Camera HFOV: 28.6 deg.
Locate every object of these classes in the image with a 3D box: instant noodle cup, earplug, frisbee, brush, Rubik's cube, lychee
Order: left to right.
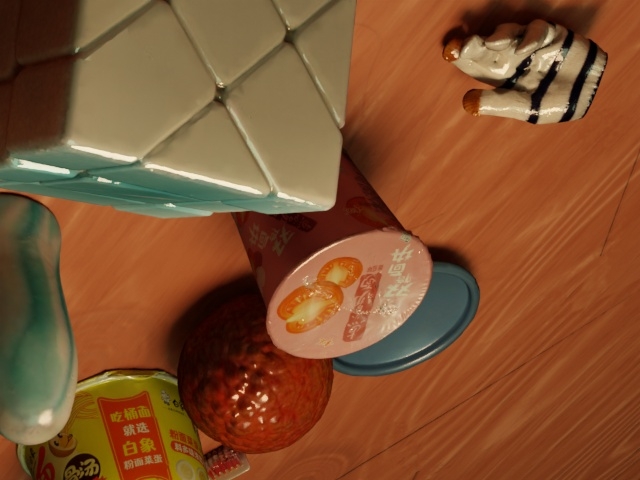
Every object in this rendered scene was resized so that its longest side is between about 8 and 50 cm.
[{"bbox_3d":[-0.379,0.113,1.563,0.185,0.324,0.185,-16,139,-14],"label":"earplug"},{"bbox_3d":[-0.305,0.381,1.982,0.311,0.221,0.311,-17,140,-15],"label":"instant noodle cup"},{"bbox_3d":[-0.181,-0.200,1.244,0.322,0.318,0.316,11,172,-41],"label":"Rubik's cube"},{"bbox_3d":[-0.276,0.448,2.205,0.321,0.060,0.050,-29,129,1],"label":"brush"},{"bbox_3d":[-0.094,0.202,1.908,0.255,0.255,0.300,-45,172,20],"label":"lychee"},{"bbox_3d":[0.000,0.000,1.732,0.243,0.231,0.243,-17,140,-15],"label":"instant noodle cup"},{"bbox_3d":[0.126,0.123,2.083,0.290,0.049,0.289,-14,142,-12],"label":"frisbee"}]

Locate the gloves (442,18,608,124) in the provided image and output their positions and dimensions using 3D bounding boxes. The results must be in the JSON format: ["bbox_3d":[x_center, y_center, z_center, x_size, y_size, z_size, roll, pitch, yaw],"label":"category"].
[{"bbox_3d":[0.275,-0.244,1.729,0.219,0.131,0.140,19,131,-5],"label":"gloves"}]
